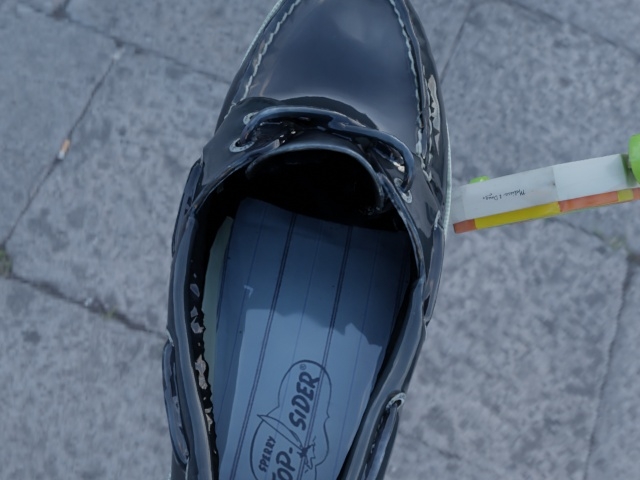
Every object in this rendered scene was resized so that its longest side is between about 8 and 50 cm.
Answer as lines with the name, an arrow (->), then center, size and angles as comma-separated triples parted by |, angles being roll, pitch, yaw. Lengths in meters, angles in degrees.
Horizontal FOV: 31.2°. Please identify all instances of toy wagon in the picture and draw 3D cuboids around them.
toy wagon -> 0.292, -0.065, 1.340 | 0.344, 0.267, 0.068 | -7, 86, -57

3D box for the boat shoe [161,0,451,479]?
boat shoe -> -0.004, 0.000, 0.515 | 0.127, 0.113, 0.340 | 16, 68, 1
